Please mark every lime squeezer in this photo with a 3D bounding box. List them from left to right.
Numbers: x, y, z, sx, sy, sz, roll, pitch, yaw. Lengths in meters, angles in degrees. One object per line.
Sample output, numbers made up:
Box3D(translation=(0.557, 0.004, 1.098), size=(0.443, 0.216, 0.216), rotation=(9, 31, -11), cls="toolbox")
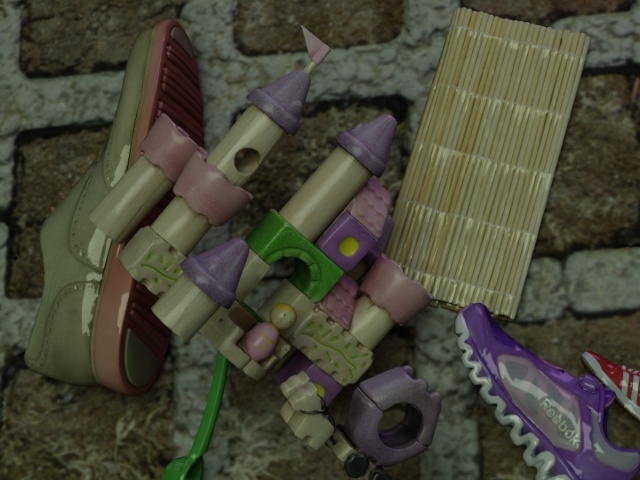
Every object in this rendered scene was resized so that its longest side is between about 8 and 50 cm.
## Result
Box3D(translation=(-0.161, 0.234, 1.473), size=(0.310, 0.059, 0.110), rotation=(-43, 65, 18), cls="lime squeezer")

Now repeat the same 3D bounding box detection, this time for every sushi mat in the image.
Box3D(translation=(0.164, -0.081, 1.533), size=(0.151, 0.019, 0.316), rotation=(13, 76, 15), cls="sushi mat")

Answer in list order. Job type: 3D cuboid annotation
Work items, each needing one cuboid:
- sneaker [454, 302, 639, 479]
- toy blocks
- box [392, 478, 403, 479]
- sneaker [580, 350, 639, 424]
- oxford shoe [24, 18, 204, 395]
Box3D(translation=(0.215, 0.149, 1.403), size=(0.104, 0.095, 0.236), rotation=(-37, 74, 10), cls="sneaker")
Box3D(translation=(0.000, 0.000, 1.350), size=(0.260, 0.288, 0.309), rotation=(-48, 28, 1), cls="toy blocks")
Box3D(translation=(0.127, 0.335, 1.328), size=(0.167, 0.168, 0.203), rotation=(12, 75, 16), cls="box")
Box3D(translation=(0.305, 0.132, 1.420), size=(0.118, 0.042, 0.067), rotation=(44, 90, 13), cls="sneaker")
Box3D(translation=(-0.218, -0.044, 1.548), size=(0.147, 0.140, 0.397), rotation=(3, 71, 21), cls="oxford shoe")
